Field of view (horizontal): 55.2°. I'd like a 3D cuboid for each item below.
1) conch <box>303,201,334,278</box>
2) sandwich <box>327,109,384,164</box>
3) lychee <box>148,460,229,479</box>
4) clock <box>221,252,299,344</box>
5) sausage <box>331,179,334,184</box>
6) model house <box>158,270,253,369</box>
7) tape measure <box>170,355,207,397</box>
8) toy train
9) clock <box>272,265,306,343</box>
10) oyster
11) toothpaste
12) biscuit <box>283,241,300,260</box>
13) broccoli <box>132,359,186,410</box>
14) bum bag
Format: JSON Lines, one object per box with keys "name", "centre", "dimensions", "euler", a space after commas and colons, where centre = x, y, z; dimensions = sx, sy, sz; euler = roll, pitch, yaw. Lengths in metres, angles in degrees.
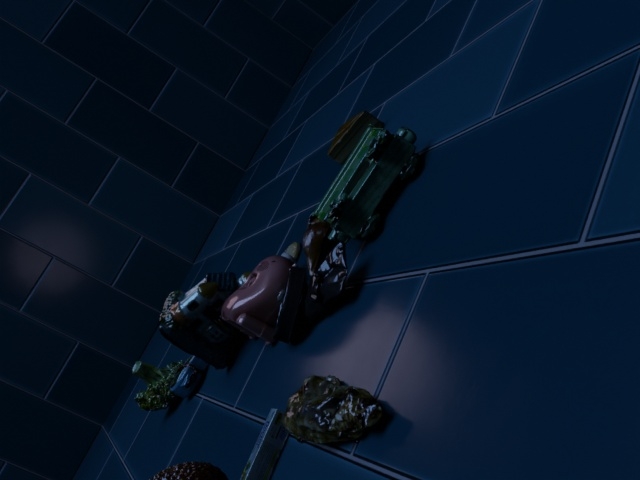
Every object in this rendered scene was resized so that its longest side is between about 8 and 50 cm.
{"name": "conch", "centre": [0.002, -0.005, 1.543], "dimensions": [0.080, 0.086, 0.232], "euler": [-28, 34, 26]}
{"name": "sandwich", "centre": [0.101, -0.293, 1.779], "dimensions": [0.163, 0.079, 0.113], "euler": [-14, 49, 65]}
{"name": "lychee", "centre": [-0.247, 0.516, 1.166], "dimensions": [0.194, 0.195, 0.194], "euler": [-51, 18, 24]}
{"name": "clock", "centre": [-0.151, 0.137, 1.634], "dimensions": [0.241, 0.142, 0.227], "euler": [-58, 16, -14]}
{"name": "sausage", "centre": [0.060, -0.149, 1.713], "dimensions": [0.034, 0.034, 0.129], "euler": [-57, 16, 4]}
{"name": "model house", "centre": [-0.279, 0.191, 1.764], "dimensions": [0.291, 0.253, 0.184], "euler": [-43, 22, 11]}
{"name": "tape measure", "centre": [-0.433, 0.445, 1.991], "dimensions": [0.146, 0.081, 0.125], "euler": [-41, 21, 46]}
{"name": "toy train", "centre": [0.106, -0.127, 1.400], "dimensions": [0.300, 0.120, 0.202], "euler": [-57, 13, 3]}
{"name": "clock", "centre": [-0.073, 0.149, 1.436], "dimensions": [0.184, 0.040, 0.184], "euler": [-167, 90, -87]}
{"name": "oyster", "centre": [0.009, 0.281, 1.043], "dimensions": [0.128, 0.079, 0.345], "euler": [-56, 12, -23]}
{"name": "toothpaste", "centre": [-0.103, 0.406, 1.171], "dimensions": [0.164, 0.046, 0.034], "euler": [-65, 14, -21]}
{"name": "biscuit", "centre": [-0.105, 0.067, 1.826], "dimensions": [0.152, 0.020, 0.152], "euler": [-51, 18, 24]}
{"name": "broccoli", "centre": [-0.563, 0.482, 2.108], "dimensions": [0.219, 0.194, 0.194], "euler": [-54, 16, -5]}
{"name": "bum bag", "centre": [0.001, 0.106, 1.347], "dimensions": [0.248, 0.060, 0.123], "euler": [119, 164, -53]}
